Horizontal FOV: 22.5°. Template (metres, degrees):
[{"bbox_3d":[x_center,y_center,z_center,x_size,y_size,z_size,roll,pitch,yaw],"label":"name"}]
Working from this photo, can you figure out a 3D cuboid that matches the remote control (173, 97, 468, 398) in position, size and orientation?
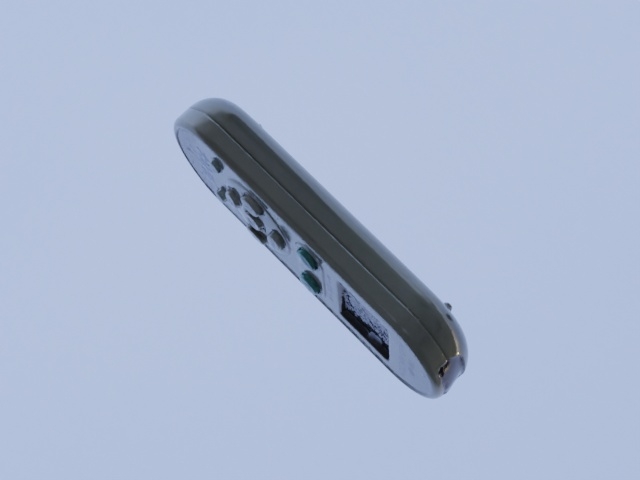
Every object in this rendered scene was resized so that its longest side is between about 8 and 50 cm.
[{"bbox_3d":[0.000,0.000,0.893,0.042,0.078,0.221,-41,-111,-16],"label":"remote control"}]
